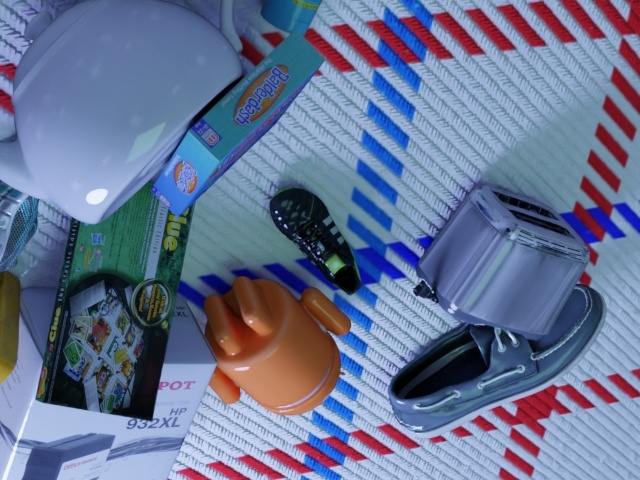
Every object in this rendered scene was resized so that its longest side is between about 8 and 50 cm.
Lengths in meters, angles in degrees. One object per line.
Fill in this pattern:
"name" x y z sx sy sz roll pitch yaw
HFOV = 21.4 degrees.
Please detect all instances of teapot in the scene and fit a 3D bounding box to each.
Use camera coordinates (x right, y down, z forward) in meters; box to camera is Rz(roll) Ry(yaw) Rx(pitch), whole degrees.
"teapot" -0.209 -0.157 1.666 0.252 0.187 0.256 -44 -178 41

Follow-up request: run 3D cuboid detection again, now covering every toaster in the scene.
"toaster" 0.227 0.024 2.121 0.227 0.129 0.146 17 115 -37

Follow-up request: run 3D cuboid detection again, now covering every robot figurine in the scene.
"robot figurine" -0.054 0.130 2.049 0.158 0.128 0.219 -61 139 -17

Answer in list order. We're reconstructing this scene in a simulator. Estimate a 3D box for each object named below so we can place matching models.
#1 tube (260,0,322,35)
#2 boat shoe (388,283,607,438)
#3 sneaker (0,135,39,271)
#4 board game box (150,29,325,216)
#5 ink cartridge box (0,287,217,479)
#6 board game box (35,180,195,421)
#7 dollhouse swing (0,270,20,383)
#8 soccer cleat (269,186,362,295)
"tube" 0.004 -0.313 1.750 0.080 0.052 0.207 4 121 -46
"boat shoe" 0.231 0.149 2.242 0.319 0.116 0.099 -31 141 6
"sneaker" -0.324 -0.038 1.793 0.166 0.065 0.076 -62 160 7
"board game box" -0.088 -0.116 1.744 0.160 0.047 0.210 -45 -179 -21
"ink cartridge box" -0.283 0.216 1.993 0.223 0.129 0.307 3 126 -32
"board game box" -0.221 0.059 1.849 0.136 0.030 0.260 14 84 -30
"dollhouse swing" -0.474 0.144 1.694 0.315 0.305 0.347 -40 135 8
"soccer cleat" 0.000 0.000 2.004 0.060 0.072 0.179 -37 137 4
